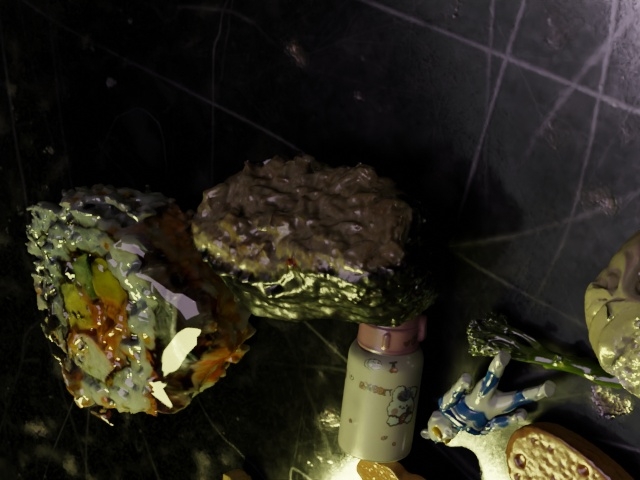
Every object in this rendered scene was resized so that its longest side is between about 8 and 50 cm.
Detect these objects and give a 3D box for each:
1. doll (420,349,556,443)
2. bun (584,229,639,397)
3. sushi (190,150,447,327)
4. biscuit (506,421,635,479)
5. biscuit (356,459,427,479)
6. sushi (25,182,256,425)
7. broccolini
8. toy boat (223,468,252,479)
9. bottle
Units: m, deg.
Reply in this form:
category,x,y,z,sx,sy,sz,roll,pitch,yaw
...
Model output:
category,x,y,z,sx,sy,sz,roll,pitch,yaw
doll,0.214,0.231,1.649,0.114,0.057,0.227,30,139,-16
bun,0.407,0.084,1.411,0.210,0.116,0.237,-18,64,35
sushi,0.000,0.000,1.643,0.350,0.211,0.171,12,149,32
biscuit,0.330,0.398,1.627,0.262,0.052,0.277,40,122,26
biscuit,0.144,0.397,1.739,0.236,0.040,0.144,48,138,12
sushi,-0.306,0.089,1.926,0.417,0.176,0.417,17,119,33
broccolini,0.299,0.146,1.595,0.216,0.058,0.067,13,112,22
toy boat,-0.123,0.473,1.963,0.072,0.064,0.206,2,104,50
bottle,0.090,0.188,1.705,0.110,0.110,0.233,18,111,31
